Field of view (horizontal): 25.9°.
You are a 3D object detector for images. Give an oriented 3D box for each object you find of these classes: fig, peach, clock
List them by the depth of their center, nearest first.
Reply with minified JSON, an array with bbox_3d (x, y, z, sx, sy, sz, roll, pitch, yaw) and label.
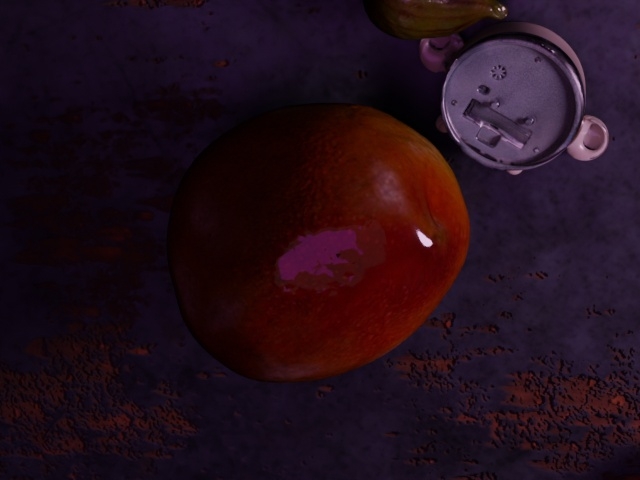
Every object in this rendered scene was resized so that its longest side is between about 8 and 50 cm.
[{"bbox_3d":[0.121,-0.250,1.428,0.154,0.103,0.109,20,72,-7],"label":"fig"},{"bbox_3d":[0.000,0.000,1.438,0.332,0.308,0.308,-9,113,46],"label":"peach"},{"bbox_3d":[0.203,-0.150,1.474,0.229,0.063,0.156,33,113,-2],"label":"clock"}]
